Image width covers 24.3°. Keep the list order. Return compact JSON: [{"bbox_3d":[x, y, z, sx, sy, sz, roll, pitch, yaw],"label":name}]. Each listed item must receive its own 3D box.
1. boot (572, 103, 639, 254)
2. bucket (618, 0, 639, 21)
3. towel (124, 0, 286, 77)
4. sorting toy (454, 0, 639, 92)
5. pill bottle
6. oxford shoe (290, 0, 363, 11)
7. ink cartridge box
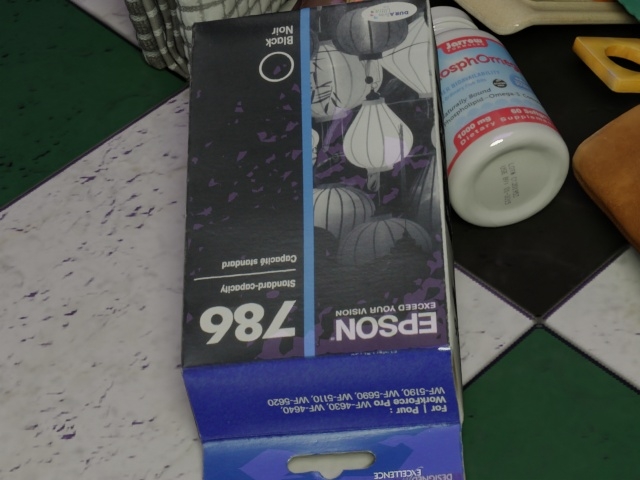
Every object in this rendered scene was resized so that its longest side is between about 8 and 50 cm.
[{"bbox_3d":[0.316,-0.017,0.888,0.264,0.096,0.280,-28,38,10],"label":"boot"},{"bbox_3d":[0.303,-0.268,0.999,0.281,0.183,0.281,-4,66,9],"label":"bucket"},{"bbox_3d":[-0.078,-0.290,1.147,0.121,0.235,0.283,12,49,22],"label":"towel"},{"bbox_3d":[0.165,-0.222,1.139,0.196,0.047,0.347,-11,43,-36],"label":"sorting toy"},{"bbox_3d":[0.105,-0.091,1.038,0.087,0.087,0.160,-16,48,-8],"label":"pill bottle"},{"bbox_3d":[-0.003,-0.156,1.110,0.098,0.097,0.271,-8,46,9],"label":"oxford shoe"},{"bbox_3d":[0.000,0.000,0.927,0.165,0.065,0.332,-6,61,7],"label":"ink cartridge box"}]
